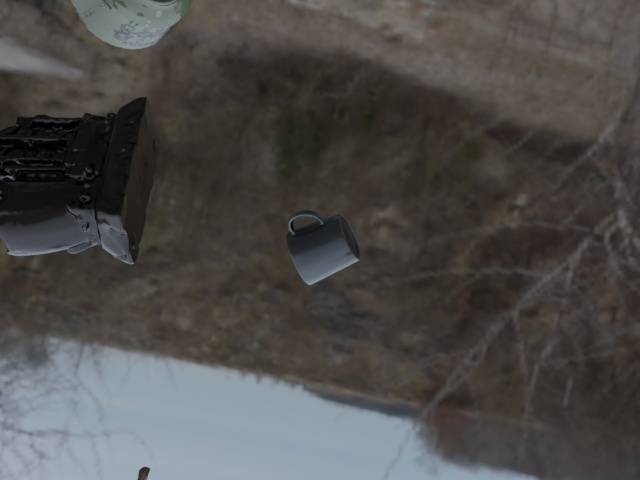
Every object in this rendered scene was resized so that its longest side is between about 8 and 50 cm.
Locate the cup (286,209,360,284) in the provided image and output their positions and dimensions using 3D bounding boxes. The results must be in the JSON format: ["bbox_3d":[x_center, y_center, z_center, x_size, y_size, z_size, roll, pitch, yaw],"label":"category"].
[{"bbox_3d":[0.000,0.000,1.656,0.077,0.100,0.078,-24,-154,13],"label":"cup"}]

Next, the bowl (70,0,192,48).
[{"bbox_3d":[-0.284,-0.414,1.962,0.211,0.211,0.112,17,166,-34],"label":"bowl"}]

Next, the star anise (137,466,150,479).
[{"bbox_3d":[-0.216,0.419,1.605,0.148,0.218,0.227,-8,161,-23],"label":"star anise"}]

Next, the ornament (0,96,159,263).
[{"bbox_3d":[-0.347,-0.082,1.564,0.260,0.251,0.106,5,138,3],"label":"ornament"}]
